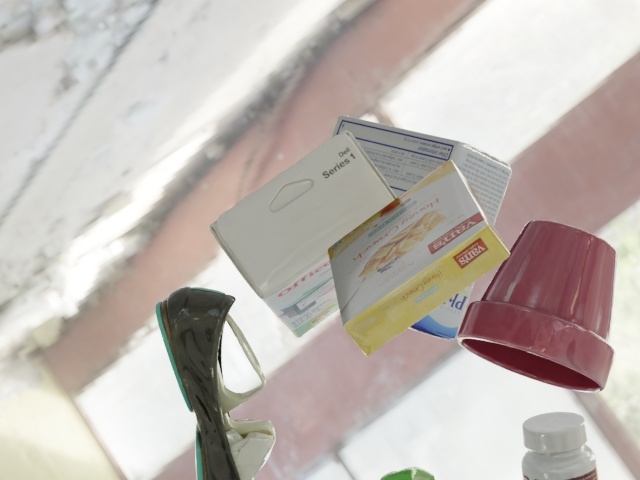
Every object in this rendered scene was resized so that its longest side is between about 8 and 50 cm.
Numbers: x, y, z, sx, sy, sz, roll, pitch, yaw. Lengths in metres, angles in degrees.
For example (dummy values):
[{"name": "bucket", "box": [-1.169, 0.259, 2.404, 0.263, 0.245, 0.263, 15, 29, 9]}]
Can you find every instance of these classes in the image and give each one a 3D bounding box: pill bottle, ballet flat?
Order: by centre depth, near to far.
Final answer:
[{"name": "ballet flat", "box": [-0.100, 0.182, 1.544, 0.096, 0.280, 0.095, -10, -163, 1]}, {"name": "pill bottle", "box": [0.385, 0.394, 2.372, 0.121, 0.221, 0.121, -8, -169, 2]}]

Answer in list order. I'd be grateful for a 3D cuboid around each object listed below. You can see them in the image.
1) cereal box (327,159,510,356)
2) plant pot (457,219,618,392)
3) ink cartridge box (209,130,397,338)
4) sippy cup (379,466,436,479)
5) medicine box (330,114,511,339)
[{"name": "cereal box", "box": [0.093, 0.012, 1.518, 0.173, 0.047, 0.240, -36, -164, 7]}, {"name": "plant pot", "box": [0.300, 0.081, 1.933, 0.201, 0.201, 0.180, 81, 29, -76]}, {"name": "ink cartridge box", "box": [0.000, 0.000, 1.835, 0.201, 0.117, 0.278, -35, 164, -1]}, {"name": "sippy cup", "box": [0.143, 0.468, 1.932, 0.305, 0.240, 0.224, -64, 151, -11]}, {"name": "medicine box", "box": [0.117, -0.024, 2.317, 0.149, 0.263, 0.289, 20, 89, -45]}]
